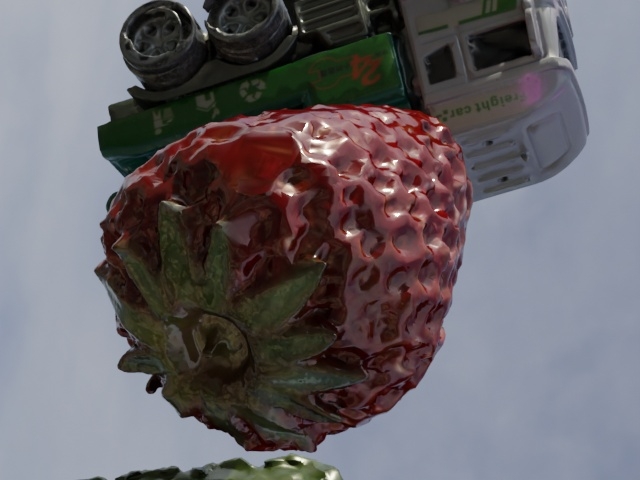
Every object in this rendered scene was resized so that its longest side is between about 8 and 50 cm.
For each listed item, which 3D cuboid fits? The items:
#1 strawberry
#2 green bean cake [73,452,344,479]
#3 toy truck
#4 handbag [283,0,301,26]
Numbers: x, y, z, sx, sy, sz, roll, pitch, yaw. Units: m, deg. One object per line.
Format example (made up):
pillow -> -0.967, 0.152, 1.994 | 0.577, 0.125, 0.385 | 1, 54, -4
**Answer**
strawberry -> 0.000, 0.000, 0.830 | 0.205, 0.244, 0.205 | 17, -52, 24
green bean cake -> -0.101, 0.343, 1.046 | 0.218, 0.335, 0.319 | 65, 17, -59
toy truck -> 0.011, -0.090, 1.015 | 0.363, 0.176, 0.178 | -19, -116, 9
handbag -> -0.042, -0.223, 1.297 | 0.088, 0.175, 0.270 | -28, -128, 7
